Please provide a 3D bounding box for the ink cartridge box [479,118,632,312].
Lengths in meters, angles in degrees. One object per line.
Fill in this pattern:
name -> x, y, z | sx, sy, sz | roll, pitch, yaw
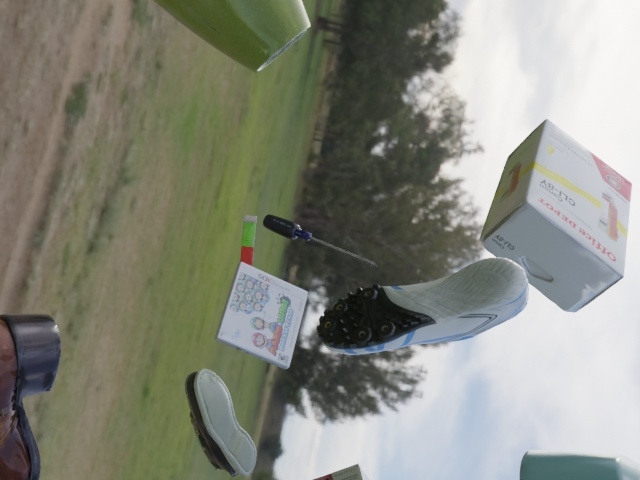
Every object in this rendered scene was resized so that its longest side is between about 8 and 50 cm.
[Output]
ink cartridge box -> 0.549, -0.064, 1.868 | 0.160, 0.279, 0.385 | -49, -173, 41

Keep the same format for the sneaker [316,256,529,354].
sneaker -> 0.115, 0.085, 0.902 | 0.086, 0.237, 0.085 | 72, 4, -47

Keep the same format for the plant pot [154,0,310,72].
plant pot -> -0.163, -0.463, 1.494 | 0.274, 0.293, 0.275 | -38, -171, 7

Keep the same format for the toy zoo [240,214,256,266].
toy zoo -> -0.176, 0.093, 1.898 | 0.192, 0.030, 0.293 | 154, -60, -84

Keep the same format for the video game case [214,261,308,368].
video game case -> -0.103, 0.133, 1.460 | 0.019, 0.143, 0.157 | -39, -149, 53

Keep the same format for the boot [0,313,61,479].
boot -> -0.403, 0.192, 0.764 | 0.096, 0.280, 0.264 | 47, -55, 35

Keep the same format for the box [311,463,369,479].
box -> 0.076, 0.656, 1.863 | 0.149, 0.126, 0.232 | 66, 5, -52

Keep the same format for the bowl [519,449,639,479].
bowl -> 0.439, 0.448, 1.227 | 0.311, 0.163, 0.312 | 47, 29, -37

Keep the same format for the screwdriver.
screwdriver -> 0.000, 0.000, 1.063 | 0.025, 0.169, 0.024 | -47, 151, -50

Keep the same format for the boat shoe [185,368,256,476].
boat shoe -> -0.179, 0.306, 1.356 | 0.081, 0.068, 0.228 | -60, 138, -49
